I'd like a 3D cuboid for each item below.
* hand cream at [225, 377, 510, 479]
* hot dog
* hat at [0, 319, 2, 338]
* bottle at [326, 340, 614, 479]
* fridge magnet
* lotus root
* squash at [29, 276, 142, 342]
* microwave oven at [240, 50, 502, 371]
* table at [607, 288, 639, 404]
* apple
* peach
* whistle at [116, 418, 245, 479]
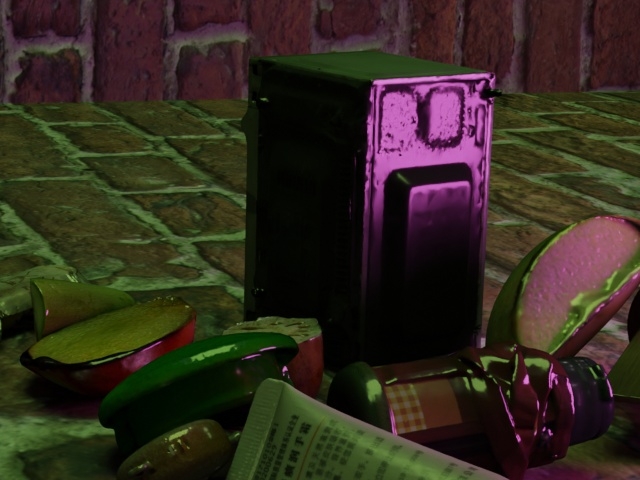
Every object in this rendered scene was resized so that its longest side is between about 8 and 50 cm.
[{"bbox_3d":[0.053,0.223,1.292,0.314,0.139,0.089,17,-11,27],"label":"hand cream"},{"bbox_3d":[-0.382,0.077,1.943,0.108,0.059,0.191,3,16,43],"label":"hot dog"},{"bbox_3d":[-0.438,0.100,1.812,0.121,0.050,0.121,0,36,0],"label":"hat"},{"bbox_3d":[0.149,0.173,1.446,0.271,0.143,0.156,-6,-29,-20],"label":"bottle"},{"bbox_3d":[-0.116,0.146,1.495,0.208,0.088,0.208,-21,-14,-5],"label":"fridge magnet"},{"bbox_3d":[-0.054,0.133,1.699,0.112,0.081,0.122,-1,14,-6],"label":"lotus root"},{"bbox_3d":[-0.281,0.092,1.869,0.075,0.090,0.200,-27,-22,37],"label":"squash"},{"bbox_3d":[0.044,-0.042,1.859,0.218,0.355,0.286,-7,17,-34],"label":"microwave oven"},{"bbox_3d":[0.382,0.133,1.609,0.167,0.167,0.227,8,19,23],"label":"table"},{"bbox_3d":[0.266,0.071,1.738,0.265,0.120,0.193,-39,-9,-24],"label":"apple"},{"bbox_3d":[-0.228,0.127,1.735,0.189,0.068,0.279,-1,13,25],"label":"peach"},{"bbox_3d":[-0.112,0.204,1.408,0.107,0.057,0.220,-36,-14,20],"label":"whistle"}]
